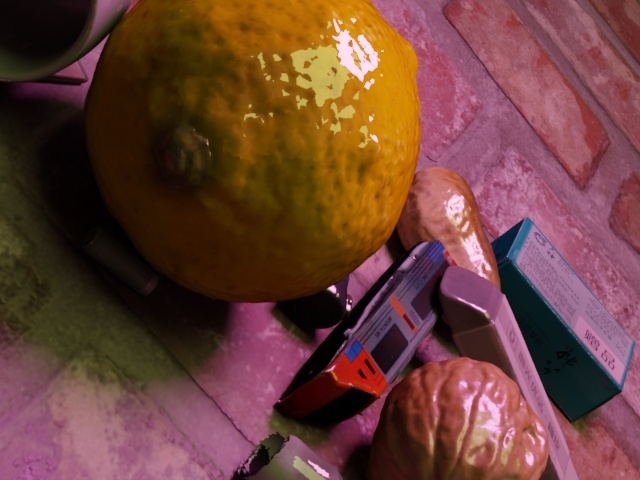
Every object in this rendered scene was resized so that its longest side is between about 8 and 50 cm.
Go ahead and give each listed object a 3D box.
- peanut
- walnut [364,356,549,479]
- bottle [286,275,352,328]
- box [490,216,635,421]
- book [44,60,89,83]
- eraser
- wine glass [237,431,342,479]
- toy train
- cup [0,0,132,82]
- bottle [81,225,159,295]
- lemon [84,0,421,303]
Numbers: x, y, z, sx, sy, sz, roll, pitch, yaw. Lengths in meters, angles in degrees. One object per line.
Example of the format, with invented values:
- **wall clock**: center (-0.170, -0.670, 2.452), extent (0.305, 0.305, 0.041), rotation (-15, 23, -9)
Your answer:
- **peanut**: center (0.165, 0.015, 2.080), extent (0.120, 0.110, 0.236), rotation (61, 12, -67)
- **walnut**: center (0.146, 0.227, 1.732), extent (0.213, 0.213, 0.213), rotation (37, 32, -28)
- **bottle**: center (0.000, 0.000, 1.878), extent (0.082, 0.072, 0.244), rotation (28, 36, -22)
- **box**: center (0.316, 0.107, 2.215), extent (0.245, 0.092, 0.153), rotation (49, 29, -6)
- **book**: center (-0.369, -0.291, 1.702), extent (0.215, 0.025, 0.283), rotation (0, 59, -57)
- **eraser**: center (0.233, 0.189, 1.958), extent (0.352, 0.061, 0.089), rotation (66, 25, -18)
- **wine glass**: center (0.008, 0.272, 1.579), extent (0.195, 0.079, 0.079), rotation (48, 28, -13)
- **toy train**: center (0.068, 0.110, 1.843), extent (0.089, 0.086, 0.409), rotation (53, 28, -5)
- **cup**: center (-0.307, -0.289, 1.620), extent (0.258, 0.186, 0.234), rotation (26, 21, 1)
- **bottle**: center (-0.198, 0.022, 1.602), extent (0.083, 0.030, 0.030), rotation (41, 30, -23)
- **lemon**: center (-0.070, -0.110, 1.617), extent (0.350, 0.350, 0.387), rotation (57, 21, 7)
